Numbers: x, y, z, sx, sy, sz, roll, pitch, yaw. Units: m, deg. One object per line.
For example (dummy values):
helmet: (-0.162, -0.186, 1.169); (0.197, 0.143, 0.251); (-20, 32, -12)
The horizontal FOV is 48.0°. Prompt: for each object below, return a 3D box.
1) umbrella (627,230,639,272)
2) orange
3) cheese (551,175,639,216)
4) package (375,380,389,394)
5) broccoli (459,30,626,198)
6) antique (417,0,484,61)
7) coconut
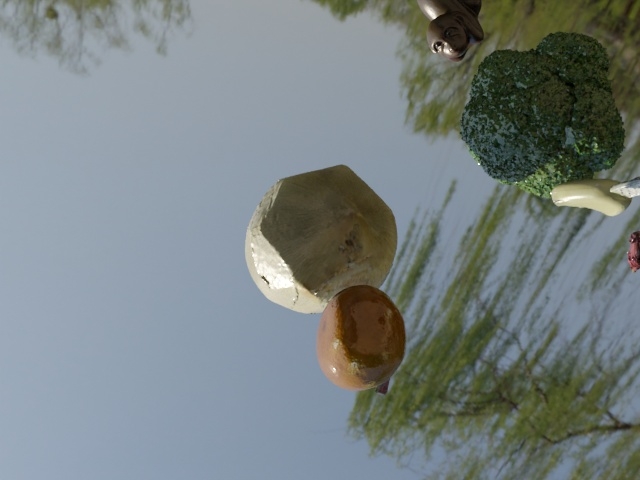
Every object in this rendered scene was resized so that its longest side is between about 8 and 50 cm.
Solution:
umbrella: (0.560, 0.024, 1.276); (0.027, 0.165, 0.025); (-10, -119, 19)
orange: (0.062, 0.143, 1.057); (0.124, 0.156, 0.156); (17, -152, -16)
cheese: (0.541, -0.089, 1.326); (0.127, 0.050, 0.235); (19, 168, -11)
package: (0.123, 0.265, 1.437); (0.029, 0.083, 0.059); (-2, 165, 27)
broccoli: (0.488, -0.263, 1.593); (0.309, 0.413, 0.321); (13, -133, -20)
antique: (0.303, -0.540, 1.710); (0.143, 0.121, 0.257); (10, -114, -25)
coconut: (0.000, 0.000, 1.660); (0.346, 0.360, 0.347); (4, -111, -10)
